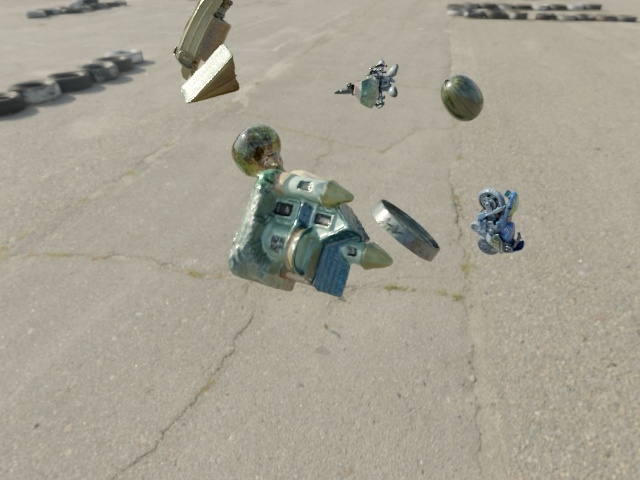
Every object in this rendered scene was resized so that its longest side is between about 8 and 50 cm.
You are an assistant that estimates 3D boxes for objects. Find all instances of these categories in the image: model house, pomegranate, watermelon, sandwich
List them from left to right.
[{"bbox_3d":[-0.235,-0.343,0.873,0.116,0.074,0.074,-22,52,-16],"label":"sandwich"},{"bbox_3d":[-0.238,-0.368,1.810,0.276,0.222,0.204,21,44,10],"label":"pomegranate"},{"bbox_3d":[0.000,0.000,0.941,0.324,0.267,0.194,15,-7,29],"label":"model house"},{"bbox_3d":[0.134,-0.439,1.279,0.072,0.084,0.092,-11,41,56],"label":"watermelon"},{"bbox_3d":[0.303,-0.307,0.912,0.078,0.111,0.078,-36,23,18],"label":"watermelon"}]

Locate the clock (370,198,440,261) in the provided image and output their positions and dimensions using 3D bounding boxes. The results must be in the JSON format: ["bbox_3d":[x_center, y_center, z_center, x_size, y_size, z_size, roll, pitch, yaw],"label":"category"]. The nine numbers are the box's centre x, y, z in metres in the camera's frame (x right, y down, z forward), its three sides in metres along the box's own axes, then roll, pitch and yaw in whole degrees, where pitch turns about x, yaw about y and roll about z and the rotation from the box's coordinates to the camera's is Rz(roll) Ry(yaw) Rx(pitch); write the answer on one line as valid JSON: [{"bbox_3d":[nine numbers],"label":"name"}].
[{"bbox_3d":[0.230,-0.031,1.139,0.215,0.042,0.215,35,18,-13],"label":"clock"}]

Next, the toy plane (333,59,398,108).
[{"bbox_3d":[0.154,-0.540,1.486,0.246,0.169,0.078,2,-3,22],"label":"toy plane"}]

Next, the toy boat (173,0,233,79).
[{"bbox_3d":[-0.353,-0.647,1.326,0.115,0.310,0.089,34,19,-7],"label":"toy boat"}]

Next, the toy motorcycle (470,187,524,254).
[{"bbox_3d":[0.510,-0.041,1.205,0.135,0.254,0.092,23,55,38],"label":"toy motorcycle"}]

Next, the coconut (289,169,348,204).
[{"bbox_3d":[-0.060,-0.073,1.437,0.352,0.353,0.353,-1,33,1],"label":"coconut"}]
